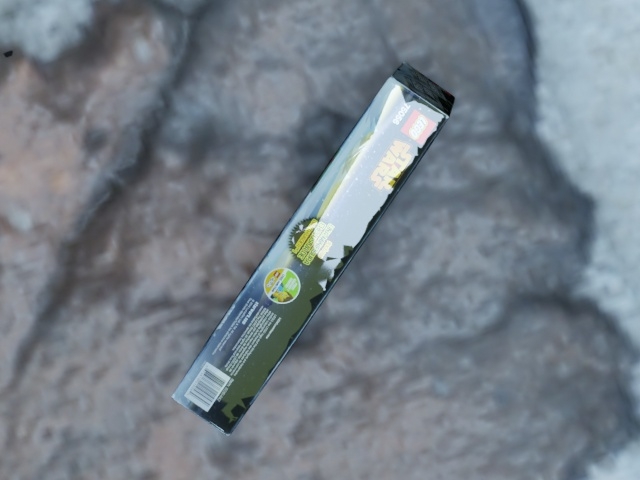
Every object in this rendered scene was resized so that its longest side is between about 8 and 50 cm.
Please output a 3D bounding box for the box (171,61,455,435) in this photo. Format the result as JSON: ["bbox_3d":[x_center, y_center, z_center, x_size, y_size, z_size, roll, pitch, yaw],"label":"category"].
[{"bbox_3d":[0.000,0.000,0.675,0.027,0.094,0.137,34,101,-1],"label":"box"}]
